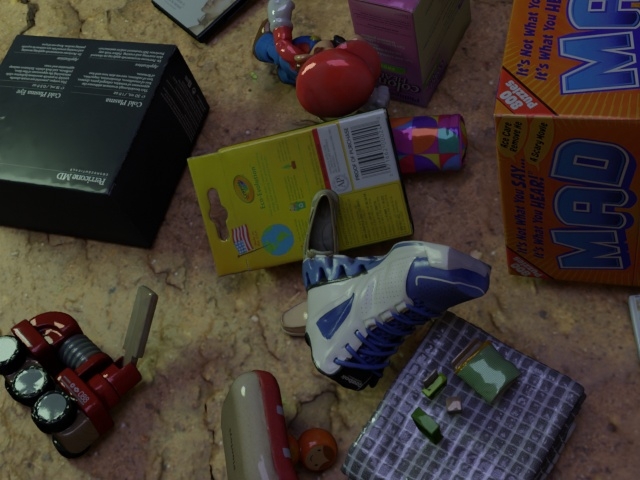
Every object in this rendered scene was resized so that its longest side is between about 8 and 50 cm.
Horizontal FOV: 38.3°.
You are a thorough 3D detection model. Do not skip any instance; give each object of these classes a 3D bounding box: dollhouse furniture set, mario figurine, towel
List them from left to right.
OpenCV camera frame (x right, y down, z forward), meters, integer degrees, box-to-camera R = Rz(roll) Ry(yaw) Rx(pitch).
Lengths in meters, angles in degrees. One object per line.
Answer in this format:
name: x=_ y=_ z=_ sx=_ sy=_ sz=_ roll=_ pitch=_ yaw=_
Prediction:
mario figurine: x=0.012 y=-0.308 z=1.536 sx=0.198 sy=0.170 sz=0.320 roll=0 pitch=20 yaw=-26
dollhouse furniture set: x=0.179 y=0.185 z=1.169 sx=0.151 sy=0.058 sz=0.076 roll=-43 pitch=62 yaw=-11
towel: x=0.194 y=0.253 z=1.229 sx=0.235 sy=0.121 sz=0.284 roll=25 pitch=69 yaw=26

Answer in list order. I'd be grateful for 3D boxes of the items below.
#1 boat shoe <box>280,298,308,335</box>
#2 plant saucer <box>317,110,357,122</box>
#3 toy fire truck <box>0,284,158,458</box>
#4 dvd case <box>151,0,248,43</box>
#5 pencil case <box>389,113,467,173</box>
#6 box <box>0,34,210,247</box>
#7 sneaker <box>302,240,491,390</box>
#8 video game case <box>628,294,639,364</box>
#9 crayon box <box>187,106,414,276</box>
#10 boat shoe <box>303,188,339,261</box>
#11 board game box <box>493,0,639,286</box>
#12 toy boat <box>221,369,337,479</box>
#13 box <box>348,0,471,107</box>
boat shoe: x=0.014 y=0.097 z=1.408 sx=0.170 sy=0.059 sz=0.063 roll=-18 pitch=57 yaw=4
plant saucer: x=0.031 y=-0.236 z=1.629 sx=0.083 sy=0.015 sz=0.083 roll=-7 pitch=58 yaw=12
toy fire truck: x=-0.364 y=0.171 z=1.428 sx=0.246 sy=0.158 sz=0.217 roll=-39 pitch=56 yaw=-23
dvd case: x=-0.198 y=-0.520 z=1.841 sx=0.253 sy=0.022 sz=0.180 roll=-44 pitch=56 yaw=-6
pencil case: x=0.123 y=-0.153 z=1.509 sx=0.236 sy=0.104 sz=0.104 roll=-3 pitch=59 yaw=16
box: x=-0.422 y=-0.180 z=1.624 sx=0.343 sy=0.179 sz=0.312 roll=9 pitch=62 yaw=20
sneaker: x=0.086 y=0.111 z=1.245 sx=0.315 sy=0.127 sz=0.182 roll=-11 pitch=65 yaw=48
video game case: x=0.540 y=0.167 z=1.241 sx=0.206 sy=0.026 sz=0.227 roll=-7 pitch=58 yaw=11
crayon box: x=-0.029 y=-0.076 z=1.449 sx=0.318 sy=0.081 sz=0.202 roll=-12 pitch=98 yaw=7
boat shoe: x=0.002 y=0.000 z=1.391 sx=0.056 sy=0.048 sz=0.153 roll=9 pitch=100 yaw=5
board game box: x=0.448 y=-0.178 z=1.261 sx=0.356 sy=0.356 sz=0.356 roll=5 pitch=57 yaw=18
toy boat: x=-0.048 y=0.295 z=1.278 sx=0.151 sy=0.151 sz=0.231 roll=0 pitch=55 yaw=-18
box: x=0.156 y=-0.389 z=1.549 sx=0.117 sy=0.243 sz=0.213 roll=18 pitch=67 yaw=22
